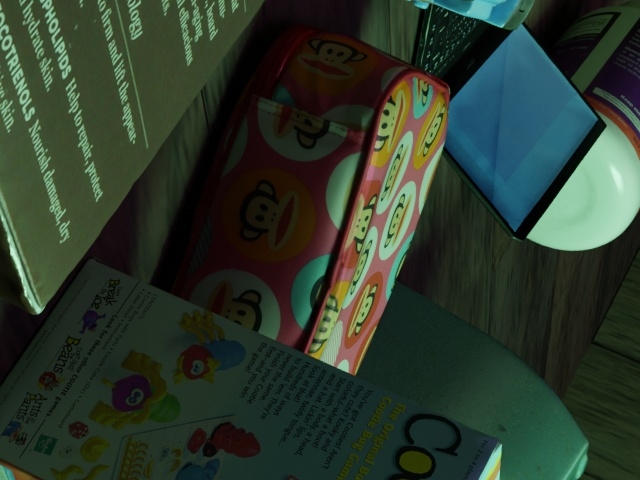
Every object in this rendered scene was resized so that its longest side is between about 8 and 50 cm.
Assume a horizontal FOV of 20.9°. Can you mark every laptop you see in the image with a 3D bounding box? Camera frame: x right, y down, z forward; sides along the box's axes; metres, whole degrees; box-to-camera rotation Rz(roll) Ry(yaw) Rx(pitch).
[{"bbox_3d":[0.188,-0.179,1.569,0.234,0.136,0.264,-49,155,-47],"label":"laptop"}]

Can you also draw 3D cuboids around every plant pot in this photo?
[{"bbox_3d":[0.106,0.231,1.650,0.248,0.252,0.247,-41,150,-55],"label":"plant pot"}]

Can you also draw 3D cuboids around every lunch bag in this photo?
[{"bbox_3d":[0.000,0.000,1.257,0.293,0.120,0.258,-69,164,5],"label":"lunch bag"}]

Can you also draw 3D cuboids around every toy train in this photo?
[{"bbox_3d":[0.105,-0.210,1.329,0.080,0.105,0.184,-70,163,10],"label":"toy train"}]

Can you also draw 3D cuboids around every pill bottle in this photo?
[{"bbox_3d":[0.314,-0.141,1.922,0.323,0.181,0.181,-49,155,-45],"label":"pill bottle"}]

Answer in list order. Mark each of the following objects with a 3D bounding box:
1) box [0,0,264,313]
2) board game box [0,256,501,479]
[{"bbox_3d":[-0.130,-0.119,0.625,0.203,0.168,0.167,-59,160,-27],"label":"box"},{"bbox_3d":[-0.047,0.149,1.037,0.144,0.275,0.142,-58,161,-26],"label":"board game box"}]
